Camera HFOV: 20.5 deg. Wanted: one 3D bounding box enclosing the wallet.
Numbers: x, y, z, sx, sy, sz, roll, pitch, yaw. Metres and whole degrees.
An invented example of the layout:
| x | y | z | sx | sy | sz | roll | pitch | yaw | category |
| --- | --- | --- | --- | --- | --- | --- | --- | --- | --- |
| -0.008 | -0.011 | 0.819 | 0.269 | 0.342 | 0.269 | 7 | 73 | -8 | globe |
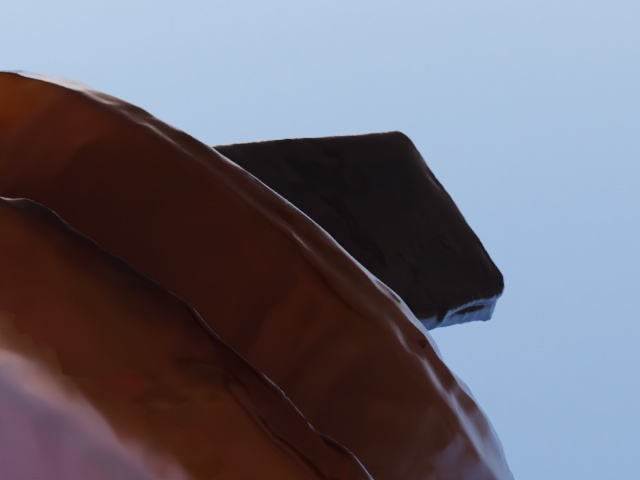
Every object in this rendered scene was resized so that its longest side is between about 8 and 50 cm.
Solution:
| x | y | z | sx | sy | sz | roll | pitch | yaw | category |
| --- | --- | --- | --- | --- | --- | --- | --- | --- | --- |
| 0.000 | 0.000 | 1.385 | 0.378 | 0.051 | 0.197 | -9 | -118 | -49 | wallet |

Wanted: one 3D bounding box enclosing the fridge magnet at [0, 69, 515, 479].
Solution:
| x | y | z | sx | sy | sz | roll | pitch | yaw | category |
| --- | --- | --- | --- | --- | --- | --- | --- | --- | --- |
| -0.071 | 0.080 | 0.618 | 0.364 | 0.363 | 0.155 | 29 | -115 | 25 | fridge magnet |
